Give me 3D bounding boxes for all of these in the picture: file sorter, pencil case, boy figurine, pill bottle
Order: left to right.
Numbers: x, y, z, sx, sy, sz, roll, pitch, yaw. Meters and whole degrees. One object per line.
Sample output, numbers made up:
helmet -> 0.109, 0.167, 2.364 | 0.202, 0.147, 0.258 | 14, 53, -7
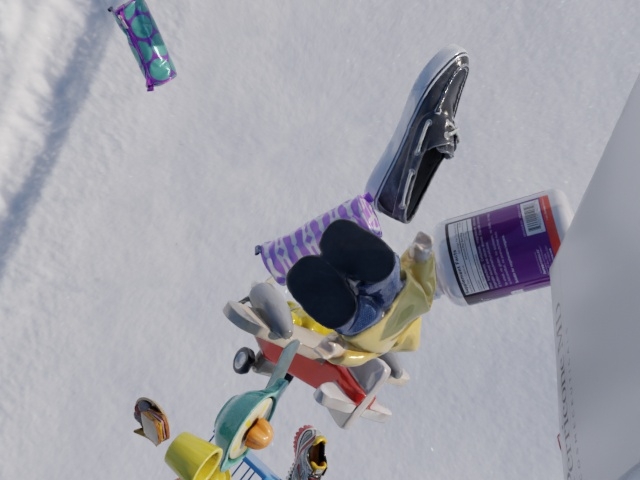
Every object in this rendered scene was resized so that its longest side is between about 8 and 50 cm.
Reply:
pencil case -> -0.307, -0.343, 1.212 | 0.064, 0.070, 0.152 | -6, 120, 31
file sorter -> -0.180, 0.509, 1.502 | 0.170, 0.118, 0.104 | 32, 78, 34
pencil case -> 0.000, 0.000, 1.144 | 0.206, 0.088, 0.086 | -24, 123, 14
boy figurine -> 0.066, 0.065, 0.777 | 0.092, 0.285, 0.177 | 40, 90, 24
pill bottle -> 0.343, 0.024, 1.371 | 0.322, 0.181, 0.182 | -17, 98, 21

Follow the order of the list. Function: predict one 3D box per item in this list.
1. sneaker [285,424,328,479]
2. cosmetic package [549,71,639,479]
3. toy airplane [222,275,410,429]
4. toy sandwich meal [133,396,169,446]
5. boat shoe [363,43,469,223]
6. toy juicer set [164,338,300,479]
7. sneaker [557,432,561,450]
sneaker -> -0.033, 0.608, 1.828 | 0.088, 0.092, 0.225 | 5, 91, -35
cosmetic package -> 0.259, -0.003, 0.369 | 0.161, 0.453, 0.230 | 4, 56, 5
toy airplane -> 0.010, 0.204, 1.406 | 0.384, 0.386, 0.273 | 22, 83, 8
toy sandwich meal -> -0.264, 0.281, 1.069 | 0.085, 0.029, 0.086 | 16, 118, 33
boat shoe -> 0.182, -0.171, 1.144 | 0.102, 0.108, 0.301 | 32, 97, 31
toy juicer set -> -0.124, 0.324, 1.124 | 0.089, 0.329, 0.209 | 29, 125, 18
sneaker -> 0.532, 0.391, 1.439 | 0.042, 0.067, 0.118 | 39, 63, -1
